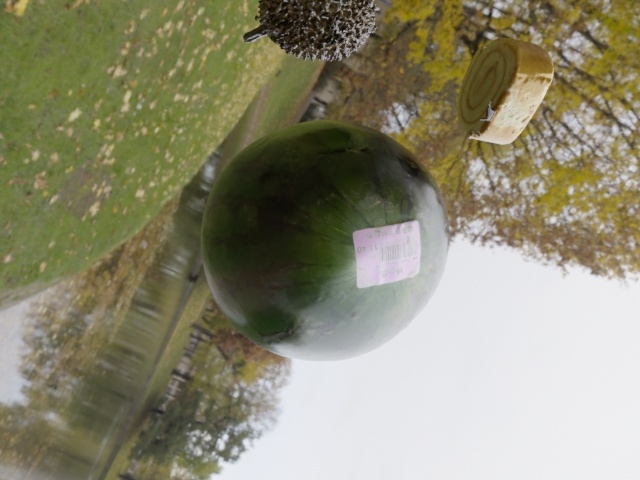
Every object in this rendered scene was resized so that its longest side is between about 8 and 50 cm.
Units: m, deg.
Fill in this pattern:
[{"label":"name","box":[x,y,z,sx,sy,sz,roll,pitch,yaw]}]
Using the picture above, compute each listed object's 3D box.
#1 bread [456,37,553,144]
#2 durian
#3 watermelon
[{"label":"bread","box":[0.241,-0.207,0.820,0.149,0.073,0.122,111,-22,-44]},{"label":"durian","box":[-0.012,-0.289,0.768,0.091,0.188,0.148,-93,164,-59]},{"label":"watermelon","box":[0.000,0.000,0.826,0.363,0.363,0.363,-62,-172,16]}]
